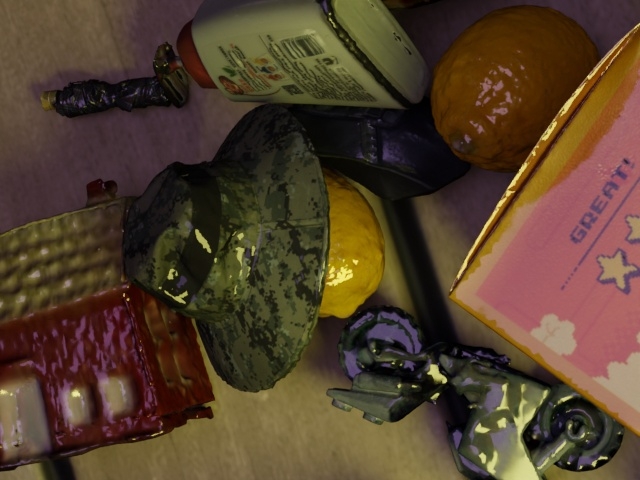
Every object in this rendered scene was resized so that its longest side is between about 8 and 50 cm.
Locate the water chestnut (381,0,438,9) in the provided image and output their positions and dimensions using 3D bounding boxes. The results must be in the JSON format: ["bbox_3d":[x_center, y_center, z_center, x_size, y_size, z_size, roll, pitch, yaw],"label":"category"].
[{"bbox_3d":[0.080,-0.359,1.221,0.300,0.300,0.300,0,89,17],"label":"water chestnut"}]

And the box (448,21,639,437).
[{"bbox_3d":[0.274,-0.007,1.118,0.214,0.283,0.260,39,100,14],"label":"box"}]

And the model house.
[{"bbox_3d":[-0.233,0.078,1.339,0.196,0.160,0.254,-14,82,17],"label":"model house"}]

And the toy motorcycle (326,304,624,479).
[{"bbox_3d":[0.131,0.166,1.255,0.270,0.106,0.159,19,89,12],"label":"toy motorcycle"}]

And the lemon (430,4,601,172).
[{"bbox_3d":[0.168,-0.129,1.217,0.142,0.187,0.142,28,139,27],"label":"lemon"}]

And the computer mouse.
[{"bbox_3d":[0.051,-0.103,1.283,0.192,0.062,0.106,22,63,19],"label":"computer mouse"}]

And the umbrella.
[{"bbox_3d":[-0.216,-0.146,1.397,0.143,0.040,0.037,-4,97,18],"label":"umbrella"}]

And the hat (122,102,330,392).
[{"bbox_3d":[-0.104,-0.002,1.237,0.265,0.128,0.266,-20,65,52],"label":"hat"}]

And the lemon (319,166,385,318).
[{"bbox_3d":[0.000,0.000,1.291,0.114,0.114,0.155,-26,71,15],"label":"lemon"}]

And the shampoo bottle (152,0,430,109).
[{"bbox_3d":[-0.053,-0.172,1.268,0.284,0.153,0.071,0,56,42],"label":"shampoo bottle"}]
